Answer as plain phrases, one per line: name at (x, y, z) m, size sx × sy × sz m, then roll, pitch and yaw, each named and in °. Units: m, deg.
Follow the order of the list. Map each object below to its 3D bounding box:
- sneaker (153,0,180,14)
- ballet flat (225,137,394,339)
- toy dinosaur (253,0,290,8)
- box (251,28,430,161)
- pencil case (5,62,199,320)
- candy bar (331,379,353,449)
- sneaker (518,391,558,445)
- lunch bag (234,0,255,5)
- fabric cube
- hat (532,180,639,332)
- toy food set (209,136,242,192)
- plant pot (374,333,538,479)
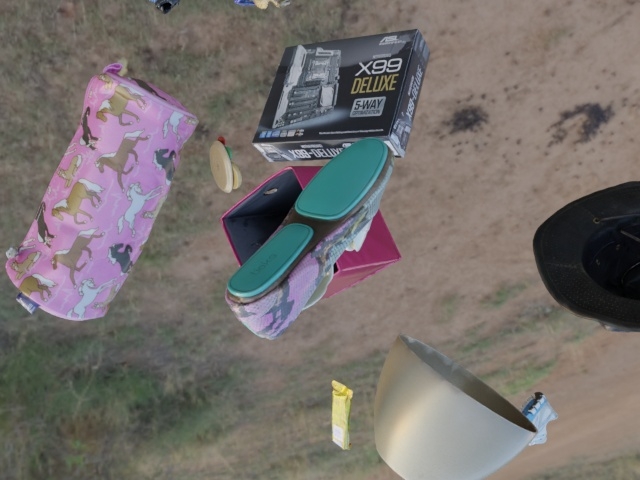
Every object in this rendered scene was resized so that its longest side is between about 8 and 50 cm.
sneaker at (-0.439, -0.639, 1.851) m, size 0.152 × 0.085 × 0.058 m, roll -7°, pitch -176°, yaw 18°
ballet flat at (0.000, 0.000, 0.649) m, size 0.221 × 0.076 × 0.079 m, roll -51°, pitch 135°, yaw -25°
toy dinosaur at (-0.159, -0.612, 1.709) m, size 0.053 × 0.183 × 0.093 m, roll -42°, pitch 143°, yaw -31°
box at (0.040, -0.275, 1.359) m, size 0.307 × 0.243 × 0.076 m, roll 3°, pitch 156°, yaw 32°
pencil case at (-0.337, -0.069, 1.078) m, size 0.167 × 0.160 × 0.386 m, roll 18°, pitch 102°, yaw -55°
candy bar at (0.034, 0.289, 1.145) m, size 0.018 × 0.040 × 0.162 m, roll -41°, pitch 144°, yaw -37°
sneaker at (0.450, 0.430, 1.539) m, size 0.191 × 0.083 × 0.071 m, roll -45°, pitch -178°, yaw -5°
lunch bag at (-0.132, -0.795, 1.973) m, size 0.293 × 0.221 × 0.138 m, roll -10°, pitch 159°, yaw 41°
fabric cube at (-0.020, -0.007, 1.602) m, size 0.254 × 0.259 × 0.258 m, roll -32°, pitch 166°, yaw 35°
hat at (0.473, 0.053, 1.031) m, size 0.331 × 0.331 × 0.134 m, roll -14°, pitch 131°, yaw -4°
toy food set at (-0.146, -0.113, 1.057) m, size 0.020 × 0.083 × 0.083 m, roll -16°, pitch 177°, yaw -24°
plant pot at (0.203, 0.321, 1.222) m, size 0.191 × 0.284 × 0.284 m, roll -56°, pitch 143°, yaw 4°
